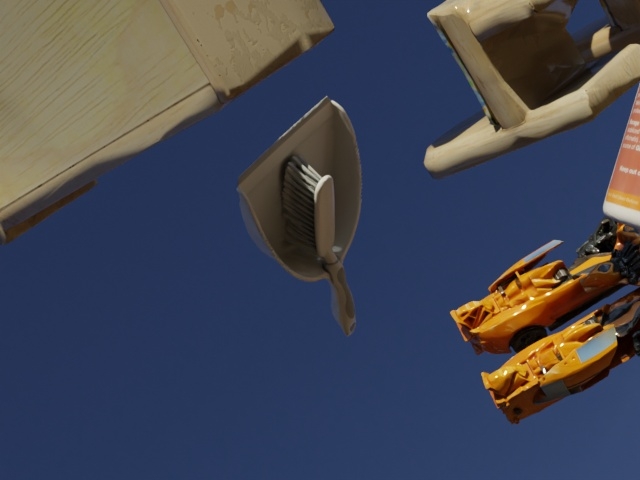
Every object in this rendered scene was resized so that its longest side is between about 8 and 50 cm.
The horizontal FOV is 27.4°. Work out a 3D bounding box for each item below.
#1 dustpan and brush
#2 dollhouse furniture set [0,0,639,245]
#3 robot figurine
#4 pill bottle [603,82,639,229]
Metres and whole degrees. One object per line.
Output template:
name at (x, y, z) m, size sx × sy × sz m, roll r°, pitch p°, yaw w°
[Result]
dustpan and brush at (0.000, 0.000, 1.159) m, size 0.147 × 0.060 × 0.211 m, roll -46°, pitch -35°, yaw -37°
dollhouse furniture set at (-0.023, -0.189, 0.723) m, size 0.394 × 0.256 × 0.362 m, roll -39°, pitch -78°, yaw -37°
robot figurine at (0.293, 0.062, 1.393) m, size 0.291 × 0.211 × 0.085 m, roll -33°, pitch -48°, yaw 10°
pill bottle at (0.322, -0.106, 1.092) m, size 0.121 × 0.121 × 0.216 m, roll 11°, pitch -82°, yaw -38°
